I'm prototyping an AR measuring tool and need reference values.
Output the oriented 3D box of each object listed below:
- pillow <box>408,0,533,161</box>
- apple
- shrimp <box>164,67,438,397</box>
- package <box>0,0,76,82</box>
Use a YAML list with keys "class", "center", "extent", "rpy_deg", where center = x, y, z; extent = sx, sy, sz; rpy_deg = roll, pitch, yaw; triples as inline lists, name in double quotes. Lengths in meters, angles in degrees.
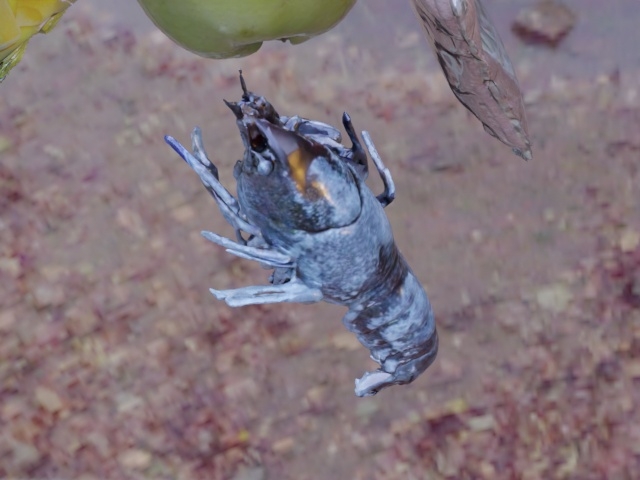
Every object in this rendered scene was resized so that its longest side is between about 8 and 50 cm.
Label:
- class: "pillow"
  center: [0.054, -0.118, 0.805]
  extent: [0.034, 0.211, 0.135]
  rpy_deg: [-24, 69, 7]
- class: "apple"
  center: [-0.081, -0.334, 1.912]
  extent: [0.292, 0.292, 0.254]
  rpy_deg: [-15, 91, 1]
- class: "shrimp"
  center: [0.002, -0.002, 1.541]
  extent: [0.166, 0.410, 0.221]
  rpy_deg: [-1, 51, 45]
- class: "package"
  center: [-0.288, -0.246, 1.505]
  extent: [0.168, 0.226, 0.090]
  rpy_deg: [-41, 41, 5]
